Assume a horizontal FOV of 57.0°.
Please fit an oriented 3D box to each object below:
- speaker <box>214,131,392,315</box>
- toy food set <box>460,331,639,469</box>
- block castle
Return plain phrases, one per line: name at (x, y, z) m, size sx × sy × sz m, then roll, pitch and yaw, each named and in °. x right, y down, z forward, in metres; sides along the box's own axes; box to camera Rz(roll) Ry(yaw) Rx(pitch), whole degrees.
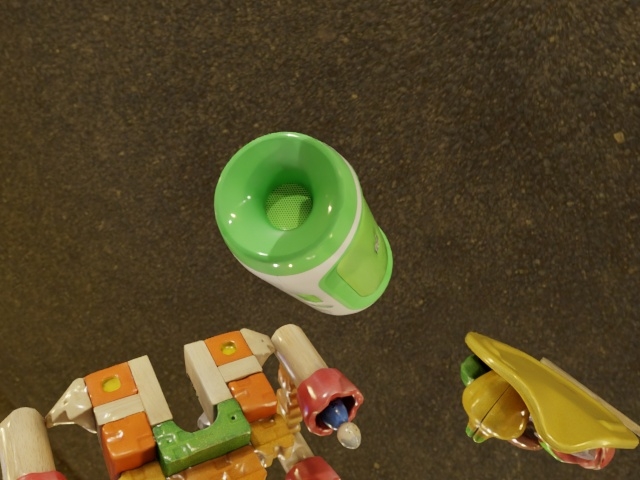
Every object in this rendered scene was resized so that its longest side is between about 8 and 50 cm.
speaker at (0.000, 0.000, 0.598) m, size 0.131 × 0.296 × 0.131 m, roll -3°, pitch 75°, yaw 13°
toy food set at (0.174, 0.144, 0.471) m, size 0.128 × 0.217 × 0.071 m, roll 38°, pitch 99°, yaw 41°
block castle at (-0.169, 0.322, 0.792) m, size 0.213 × 0.452 × 0.303 m, roll 49°, pitch 142°, yaw 42°
